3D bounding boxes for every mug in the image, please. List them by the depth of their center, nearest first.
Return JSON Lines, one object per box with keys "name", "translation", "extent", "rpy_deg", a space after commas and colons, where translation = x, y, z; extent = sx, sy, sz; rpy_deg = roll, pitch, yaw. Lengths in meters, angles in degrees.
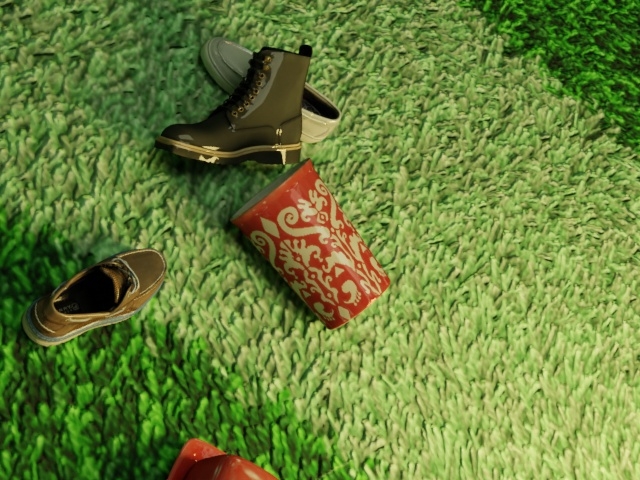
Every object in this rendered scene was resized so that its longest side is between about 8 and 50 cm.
{"name": "mug", "translation": [0.004, -0.002, 1.806], "extent": [0.169, 0.113, 0.150], "rpy_deg": [52, 50, -6]}

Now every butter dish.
{"name": "butter dish", "translation": [-0.076, 0.282, 1.593], "extent": [0.160, 0.118, 0.160], "rpy_deg": [36, 52, -15]}

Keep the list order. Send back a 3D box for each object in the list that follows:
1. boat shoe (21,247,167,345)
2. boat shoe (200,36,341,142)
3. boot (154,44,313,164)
{"name": "boat shoe", "translation": [-0.219, 0.053, 1.644], "extent": [0.183, 0.066, 0.066], "rpy_deg": [-34, 89, -41]}
{"name": "boat shoe", "translation": [-0.056, -0.185, 1.886], "extent": [0.184, 0.063, 0.066], "rpy_deg": [40, 50, -12]}
{"name": "boot", "translation": [-0.096, -0.159, 1.796], "extent": [0.198, 0.077, 0.137], "rpy_deg": [-5, 111, -48]}
